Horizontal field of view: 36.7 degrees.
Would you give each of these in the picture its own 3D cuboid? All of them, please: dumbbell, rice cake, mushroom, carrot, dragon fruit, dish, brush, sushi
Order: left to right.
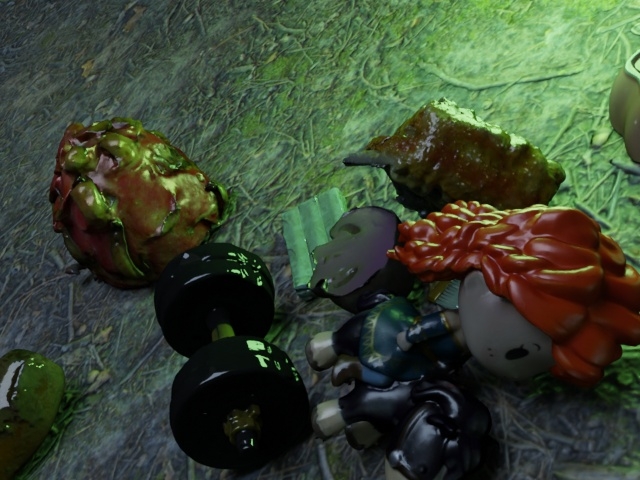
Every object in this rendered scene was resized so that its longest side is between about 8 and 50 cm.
[{"bbox_3d":[-0.516,0.317,1.528,0.138,0.138,0.302,18,73,48],"label":"carrot"},{"bbox_3d":[-0.363,-0.083,1.713,0.314,0.263,0.296,-47,40,-14],"label":"dragon fruit"},{"bbox_3d":[-0.130,0.152,1.337,0.185,0.185,0.388,-32,37,7],"label":"dumbbell"},{"bbox_3d":[0.000,0.000,1.516,0.124,0.038,0.211,-25,39,16],"label":"rice cake"},{"bbox_3d":[0.071,0.040,1.338,0.141,0.117,0.188,-35,24,28],"label":"mushroom"},{"bbox_3d":[0.146,0.040,1.378,0.082,0.010,0.218,-48,37,-13],"label":"brush"},{"bbox_3d":[0.184,-0.097,1.296,0.139,0.274,0.184,-62,11,-9],"label":"sushi"},{"bbox_3d":[0.483,-0.210,1.302,0.213,0.090,0.213,-23,38,20],"label":"dish"}]

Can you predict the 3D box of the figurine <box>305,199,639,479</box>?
[{"bbox_3d":[0.163,0.117,1.125,0.412,0.241,0.306,-46,31,7],"label":"figurine"}]
